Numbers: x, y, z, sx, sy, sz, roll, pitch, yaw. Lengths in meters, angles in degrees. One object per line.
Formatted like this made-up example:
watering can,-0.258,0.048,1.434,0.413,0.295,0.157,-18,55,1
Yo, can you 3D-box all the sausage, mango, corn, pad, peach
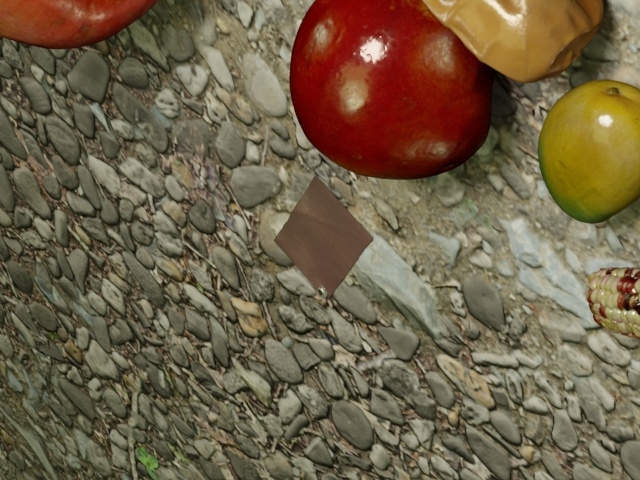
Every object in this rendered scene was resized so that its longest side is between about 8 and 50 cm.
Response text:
sausage,0.167,-0.263,1.687,0.241,0.136,0.120,49,147,14
mango,0.281,-0.086,1.752,0.130,0.092,0.195,35,153,23
corn,0.379,0.072,1.768,0.280,0.092,0.092,6,125,52
pad,0.000,0.000,2.267,0.113,0.006,0.188,49,148,9
peach,0.079,-0.173,1.818,0.243,0.199,0.243,29,142,26

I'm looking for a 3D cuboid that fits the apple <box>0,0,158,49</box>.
apple,-0.322,-0.417,1.969,0.364,0.364,0.364,33,143,29
